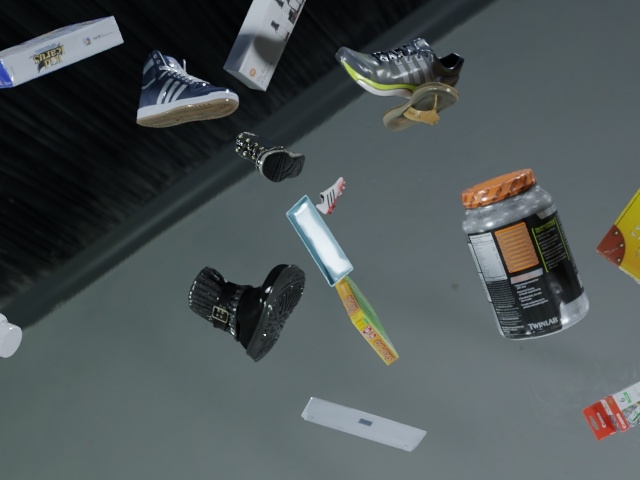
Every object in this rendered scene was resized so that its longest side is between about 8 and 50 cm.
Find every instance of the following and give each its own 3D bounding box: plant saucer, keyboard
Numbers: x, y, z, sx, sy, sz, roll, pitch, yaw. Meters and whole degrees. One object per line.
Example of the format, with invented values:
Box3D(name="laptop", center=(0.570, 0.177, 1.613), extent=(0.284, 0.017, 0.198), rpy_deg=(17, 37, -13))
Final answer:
Box3D(name="plant saucer", center=(0.000, 0.000, 1.705), extent=(0.067, 0.018, 0.192), rpy_deg=(-42, 69, 26))
Box3D(name="keyboard", center=(0.090, 0.383, 1.721), extent=(0.014, 0.255, 0.072), rpy_deg=(-83, 14, -54))

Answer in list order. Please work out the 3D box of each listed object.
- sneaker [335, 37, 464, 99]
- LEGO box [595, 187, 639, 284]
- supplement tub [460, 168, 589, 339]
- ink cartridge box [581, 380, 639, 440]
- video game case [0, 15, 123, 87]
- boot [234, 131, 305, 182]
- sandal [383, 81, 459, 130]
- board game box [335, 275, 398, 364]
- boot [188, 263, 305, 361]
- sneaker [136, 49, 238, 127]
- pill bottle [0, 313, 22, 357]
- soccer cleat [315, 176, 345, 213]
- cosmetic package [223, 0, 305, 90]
Box3D(name="sneaker", center=(0.166, -0.363, 1.698), extent=(0.121, 0.299, 0.111), rpy_deg=(-64, 38, 29))
Box3D(name="LEGO box", center=(0.766, -0.084, 1.398), extent=(0.500, 0.372, 0.193), rpy_deg=(-58, 39, 13))
Box3D(name="supplement tub", center=(0.409, 0.026, 1.685), extent=(0.193, 0.193, 0.316), rpy_deg=(-17, 96, 25))
Box3D(name="ink cartridge box", center=(0.521, 0.296, 1.434), extent=(0.115, 0.029, 0.063), rpy_deg=(-25, 79, -6))
Box3D(name="video game case", center=(-0.568, -0.380, 1.688), extent=(0.244, 0.061, 0.269), rpy_deg=(-33, 26, -29))
Box3D(name="boot", center=(-0.160, -0.224, 2.175), extent=(0.178, 0.236, 0.085), rpy_deg=(25, 104, 19))
Box3D(name="sandal", center=(0.168, -0.213, 1.387), extent=(0.180, 0.072, 0.049), rpy_deg=(-26, 56, 55))
Box3D(name="board game box", center=(0.084, 0.143, 1.688), extent=(0.039, 0.124, 0.259), rpy_deg=(-36, 23, 7))
Box3D(name="boot", center=(-0.204, 0.135, 2.151), extent=(0.260, 0.131, 0.348), rpy_deg=(40, 128, 16))
Box3D(name="sneaker", center=(-0.289, -0.337, 1.773), extent=(0.282, 0.099, 0.153), rpy_deg=(-3, 81, 37))
Box3D(name="pill bottle", center=(-0.493, 0.128, 1.189), extent=(0.116, 0.065, 0.065), rpy_deg=(19, 78, 15))
Box3D(name="soccer cleat", center=(0.019, -0.087, 1.545), extent=(0.083, 0.035, 0.029), rpy_deg=(-66, 9, -22))
Box3D(name="cosmetic package", center=(-0.122, -0.466, 1.850), extent=(0.060, 0.099, 0.239), rpy_deg=(19, 84, 42))
